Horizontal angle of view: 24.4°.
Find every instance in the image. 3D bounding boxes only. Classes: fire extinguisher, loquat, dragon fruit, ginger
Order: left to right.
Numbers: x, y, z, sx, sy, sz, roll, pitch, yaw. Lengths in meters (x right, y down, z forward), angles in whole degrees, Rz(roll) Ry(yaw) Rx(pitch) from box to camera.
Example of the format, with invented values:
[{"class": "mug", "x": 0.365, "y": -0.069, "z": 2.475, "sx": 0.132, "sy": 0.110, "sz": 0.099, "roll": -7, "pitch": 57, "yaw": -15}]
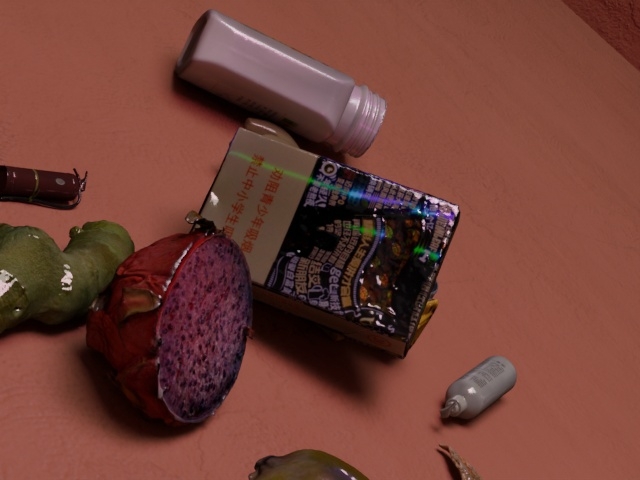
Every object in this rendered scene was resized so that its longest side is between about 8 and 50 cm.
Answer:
[{"class": "fire extinguisher", "x": -0.346, "y": -0.070, "z": 1.865, "sx": 0.132, "sy": 0.039, "sz": 0.056, "roll": 6, "pitch": 70, "yaw": -43}, {"class": "ginger", "x": -0.306, "y": 0.031, "z": 1.687, "sx": 0.137, "sy": 0.089, "sz": 0.290, "roll": 39, "pitch": 28, "yaw": 30}, {"class": "dragon fruit", "x": -0.185, "y": 0.085, "z": 1.651, "sx": 0.148, "sy": 0.218, "sz": 0.224, "roll": 10, "pitch": -28, "yaw": 27}, {"class": "loquat", "x": 0.001, "y": 0.298, "z": 1.516, "sx": 0.195, "sy": 0.152, "sz": 0.152, "roll": 44, "pitch": 28, "yaw": 4}]

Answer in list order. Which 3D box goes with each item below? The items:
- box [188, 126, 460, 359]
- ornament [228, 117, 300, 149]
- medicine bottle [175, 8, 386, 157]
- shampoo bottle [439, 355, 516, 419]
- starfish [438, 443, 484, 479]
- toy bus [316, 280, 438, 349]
[{"class": "box", "x": 0.000, "y": 0.000, "z": 1.880, "sx": 0.310, "sy": 0.084, "sz": 0.198, "roll": 21, "pitch": 70, "yaw": 6}, {"class": "ornament", "x": -0.053, "y": -0.111, "z": 2.225, "sx": 0.230, "sy": 0.061, "sz": 0.245, "roll": 40, "pitch": 19, "yaw": 16}, {"class": "medicine bottle", "x": -0.059, "y": -0.245, "z": 2.347, "sx": 0.324, "sy": 0.124, "sz": 0.179, "roll": 26, "pitch": -7, "yaw": -15}, {"class": "shampoo bottle", "x": 0.202, "y": 0.204, "z": 1.980, "sx": 0.056, "sy": 0.056, "sz": 0.195, "roll": 41, "pitch": 28, "yaw": 16}, {"class": "starfish", "x": 0.184, "y": 0.336, "z": 1.749, "sx": 0.231, "sy": 0.048, "sz": 0.295, "roll": 10, "pitch": 34, "yaw": -38}, {"class": "toy bus", "x": -0.005, "y": 0.026, "z": 1.987, "sx": 0.335, "sy": 0.121, "sz": 0.123, "roll": 39, "pitch": 36, "yaw": 13}]
